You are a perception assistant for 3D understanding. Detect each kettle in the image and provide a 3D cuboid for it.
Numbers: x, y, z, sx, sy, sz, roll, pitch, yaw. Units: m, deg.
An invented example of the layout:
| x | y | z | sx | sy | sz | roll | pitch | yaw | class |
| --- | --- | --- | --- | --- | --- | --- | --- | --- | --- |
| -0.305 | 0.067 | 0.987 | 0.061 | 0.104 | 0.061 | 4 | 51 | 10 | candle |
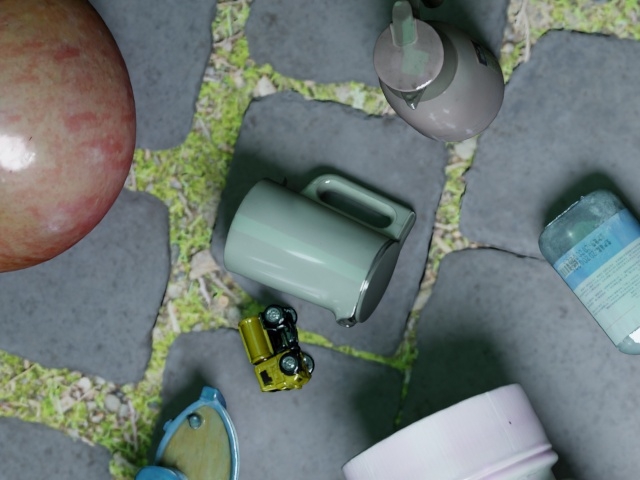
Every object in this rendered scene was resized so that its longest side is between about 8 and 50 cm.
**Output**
| x | y | z | sx | sy | sz | roll | pitch | yaw | class |
| --- | --- | --- | --- | --- | --- | --- | --- | --- | --- |
| -0.002 | 0.006 | 1.855 | 0.148 | 0.127 | 0.098 | 23 | 123 | 14 | kettle |

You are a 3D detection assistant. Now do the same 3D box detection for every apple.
| x | y | z | sx | sy | sz | roll | pitch | yaw | class |
| --- | --- | --- | --- | --- | --- | --- | --- | --- | --- |
| -0.347 | -0.132 | 1.866 | 0.345 | 0.269 | 0.345 | -1 | 86 | 16 | apple |

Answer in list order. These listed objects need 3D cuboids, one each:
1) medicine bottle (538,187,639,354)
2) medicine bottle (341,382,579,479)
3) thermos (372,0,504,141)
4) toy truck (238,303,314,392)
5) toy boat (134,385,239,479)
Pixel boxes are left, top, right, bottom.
| x | y | z | sx | sy | sz | roll | pitch | yaw | class |
| --- | --- | --- | --- | --- | --- | --- | --- | --- | --- |
| 0.294 | 0.053 | 1.775 | 0.090 | 0.054 | 0.208 | -39 | 78 | 8 | medicine bottle |
| 0.180 | 0.334 | 1.701 | 0.213 | 0.213 | 0.379 | -28 | 77 | 12 | medicine bottle |
| 0.100 | -0.172 | 1.780 | 0.105 | 0.193 | 0.137 | -2 | 84 | 17 | thermos |
| -0.043 | 0.109 | 1.871 | 0.054 | 0.049 | 0.083 | -23 | 78 | 14 | toy truck |
| -0.131 | 0.245 | 1.857 | 0.088 | 0.102 | 0.215 | 15 | 89 | 15 | toy boat |
